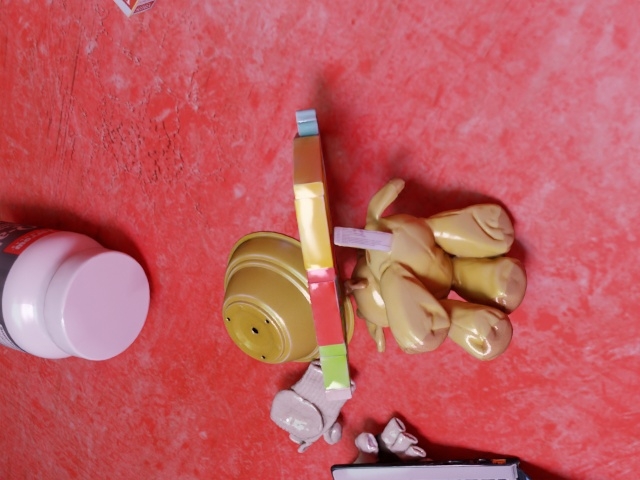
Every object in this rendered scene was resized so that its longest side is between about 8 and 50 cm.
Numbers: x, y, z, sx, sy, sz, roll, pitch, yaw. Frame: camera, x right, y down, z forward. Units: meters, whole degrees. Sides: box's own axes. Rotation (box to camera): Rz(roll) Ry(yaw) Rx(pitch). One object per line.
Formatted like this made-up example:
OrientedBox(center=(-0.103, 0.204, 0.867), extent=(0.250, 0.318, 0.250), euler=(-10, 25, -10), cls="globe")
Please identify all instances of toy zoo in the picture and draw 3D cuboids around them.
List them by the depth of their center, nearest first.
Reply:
OrientedBox(center=(0.000, 0.000, 0.754), extent=(0.030, 0.192, 0.293), euler=(-7, 114, 3), cls="toy zoo")

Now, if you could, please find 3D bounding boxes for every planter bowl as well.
OrientedBox(center=(-0.068, 0.103, 0.948), extent=(0.217, 0.090, 0.217), euler=(18, 129, 25), cls="planter bowl")

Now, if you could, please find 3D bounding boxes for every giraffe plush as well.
OrientedBox(center=(0.097, 0.049, 0.753), extent=(0.210, 0.181, 0.170), euler=(23, 157, -3), cls="giraffe plush")

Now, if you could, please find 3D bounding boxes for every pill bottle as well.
OrientedBox(center=(-0.474, 0.081, 1.145), extent=(0.363, 0.210, 0.210), euler=(7, 123, 32), cls="pill bottle")

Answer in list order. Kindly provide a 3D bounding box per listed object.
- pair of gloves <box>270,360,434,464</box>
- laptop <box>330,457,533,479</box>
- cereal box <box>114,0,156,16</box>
OrientedBox(center=(0.037, 0.293, 1.015), extent=(0.240, 0.042, 0.204), euler=(38, 135, -1), cls="pair of gloves")
OrientedBox(center=(0.229, 0.509, 0.896), extent=(0.408, 0.236, 0.381), euler=(-7, 116, 17), cls="laptop")
OrientedBox(center=(-0.206, -0.388, 0.738), extent=(0.173, 0.047, 0.240), euler=(50, 136, -4), cls="cereal box")
